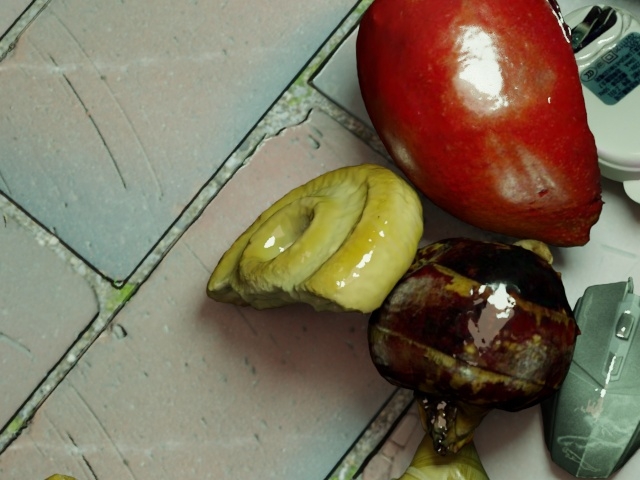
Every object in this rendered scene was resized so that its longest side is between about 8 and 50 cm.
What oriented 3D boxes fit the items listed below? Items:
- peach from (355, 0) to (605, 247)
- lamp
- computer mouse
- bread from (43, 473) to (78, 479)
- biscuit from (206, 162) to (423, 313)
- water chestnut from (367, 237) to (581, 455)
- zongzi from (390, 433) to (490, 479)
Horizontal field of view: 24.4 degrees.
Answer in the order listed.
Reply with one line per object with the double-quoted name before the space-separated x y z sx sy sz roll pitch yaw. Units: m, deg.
"peach" 0.156 -0.137 1.596 0.201 0.258 0.362 -22 87 -14
"lamp" 0.349 -0.159 1.655 0.179 0.108 0.246 -35 64 -6
"computer mouse" 0.313 0.146 1.598 0.126 0.071 0.231 19 78 13
"bread" -0.289 0.353 1.596 0.143 0.149 0.158 -30 73 -4
"biscuit" -0.001 -0.001 1.606 0.091 0.274 0.213 49 57 -21
"water chestnut" 0.157 0.107 1.553 0.223 0.223 0.238 12 93 11
"zongzi" 0.168 0.277 1.579 0.194 0.099 0.197 29 70 12
